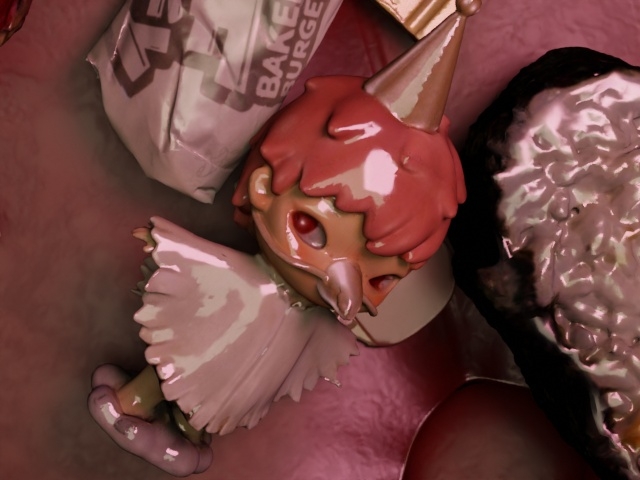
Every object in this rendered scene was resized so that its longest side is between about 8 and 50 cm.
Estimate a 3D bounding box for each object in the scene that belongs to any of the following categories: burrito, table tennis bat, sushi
[{"bbox_3d":[-0.016,-0.242,1.127,0.139,0.101,0.445,33,96,14],"label":"burrito"},{"bbox_3d":[0.033,0.048,1.207,0.156,0.013,0.087,-39,99,-5],"label":"table tennis bat"},{"bbox_3d":[0.221,0.036,1.151,0.211,0.171,0.350,-30,97,-6],"label":"sushi"}]

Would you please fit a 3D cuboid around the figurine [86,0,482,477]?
[{"bbox_3d":[0.000,0.000,1.092,0.207,0.166,0.387,35,107,-31],"label":"figurine"}]

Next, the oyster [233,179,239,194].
[{"bbox_3d":[-0.002,-0.058,1.182,0.098,0.037,0.100,26,90,-8],"label":"oyster"}]

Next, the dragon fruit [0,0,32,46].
[{"bbox_3d":[-0.318,-0.224,1.003,0.329,0.329,0.329,0,94,-7],"label":"dragon fruit"}]

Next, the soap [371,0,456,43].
[{"bbox_3d":[0.126,-0.265,1.185,0.092,0.037,0.252,41,88,-9],"label":"soap"}]
